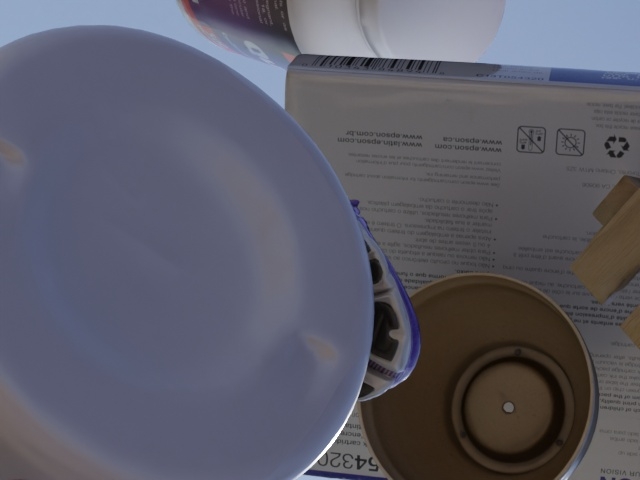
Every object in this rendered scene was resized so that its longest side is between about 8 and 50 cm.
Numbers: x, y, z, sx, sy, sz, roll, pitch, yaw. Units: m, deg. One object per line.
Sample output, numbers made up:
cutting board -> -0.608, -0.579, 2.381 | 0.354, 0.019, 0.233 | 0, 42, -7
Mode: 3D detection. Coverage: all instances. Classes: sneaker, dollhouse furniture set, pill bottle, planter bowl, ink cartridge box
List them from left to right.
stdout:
pill bottle -> -0.120, 0.057, 0.554 | 0.283, 0.161, 0.161 | -36, -115, 48
sneaker -> 0.000, 0.000, 0.604 | 0.068, 0.071, 0.170 | -61, -142, 21
pill bottle -> 0.011, -0.226, 1.290 | 0.323, 0.181, 0.182 | 28, -62, 55
planter bowl -> 0.120, 0.111, 1.034 | 0.162, 0.109, 0.162 | -5, -104, 22
ink cartridge box -> 0.134, 0.032, 1.129 | 0.071, 0.324, 0.330 | -65, 158, -66
dollhouse furniture set -> 0.246, 0.000, 0.904 | 0.123, 0.151, 0.144 | -52, -124, 23
